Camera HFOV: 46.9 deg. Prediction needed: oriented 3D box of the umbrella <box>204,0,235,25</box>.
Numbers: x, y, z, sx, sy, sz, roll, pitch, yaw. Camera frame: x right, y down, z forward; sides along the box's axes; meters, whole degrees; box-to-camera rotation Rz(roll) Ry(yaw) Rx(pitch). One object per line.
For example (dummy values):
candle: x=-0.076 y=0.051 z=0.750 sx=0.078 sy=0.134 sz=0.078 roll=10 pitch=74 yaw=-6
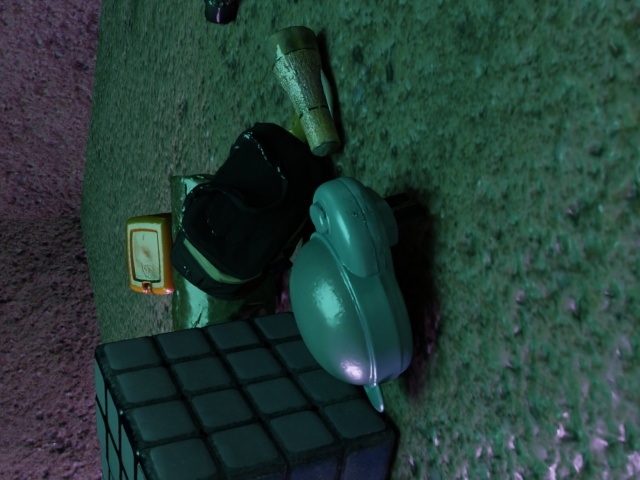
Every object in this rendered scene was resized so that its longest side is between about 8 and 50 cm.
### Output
umbrella: x=-0.191 y=-0.539 z=1.328 sx=0.128 sy=0.154 sz=0.337 roll=-62 pitch=4 yaw=-38

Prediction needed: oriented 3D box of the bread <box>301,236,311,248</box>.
bread: x=0.000 y=0.000 z=1.128 sx=0.088 sy=0.033 sz=0.049 roll=-14 pitch=47 yaw=64

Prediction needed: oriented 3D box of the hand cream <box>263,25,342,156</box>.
hand cream: x=-0.020 y=-0.217 z=1.099 sx=0.084 sy=0.084 sz=0.203 roll=-47 pitch=57 yaw=57

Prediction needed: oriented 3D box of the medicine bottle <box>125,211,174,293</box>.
medicine bottle: x=-0.273 y=0.017 z=1.466 sx=0.112 sy=0.222 sz=0.149 roll=2 pitch=98 yaw=29

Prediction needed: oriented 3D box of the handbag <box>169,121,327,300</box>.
handbag: x=-0.103 y=-0.037 z=1.109 sx=0.254 sy=0.181 sz=0.181 roll=-55 pitch=5 yaw=-24

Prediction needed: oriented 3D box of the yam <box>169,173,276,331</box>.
yam: x=-0.174 y=0.031 z=1.326 sx=0.195 sy=0.195 sz=0.300 roll=8 pitch=100 yaw=64

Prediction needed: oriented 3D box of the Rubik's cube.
Rubik's cube: x=-0.131 y=0.347 z=1.099 sx=0.344 sy=0.344 sz=0.337 roll=43 pitch=132 yaw=52

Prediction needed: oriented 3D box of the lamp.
lamp: x=0.039 y=0.059 z=0.926 sx=0.209 sy=0.147 sz=0.284 roll=-132 pitch=46 yaw=-56

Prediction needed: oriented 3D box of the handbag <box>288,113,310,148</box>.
handbag: x=-0.025 y=-0.173 z=1.169 sx=0.061 sy=0.027 sz=0.083 roll=64 pitch=145 yaw=38
